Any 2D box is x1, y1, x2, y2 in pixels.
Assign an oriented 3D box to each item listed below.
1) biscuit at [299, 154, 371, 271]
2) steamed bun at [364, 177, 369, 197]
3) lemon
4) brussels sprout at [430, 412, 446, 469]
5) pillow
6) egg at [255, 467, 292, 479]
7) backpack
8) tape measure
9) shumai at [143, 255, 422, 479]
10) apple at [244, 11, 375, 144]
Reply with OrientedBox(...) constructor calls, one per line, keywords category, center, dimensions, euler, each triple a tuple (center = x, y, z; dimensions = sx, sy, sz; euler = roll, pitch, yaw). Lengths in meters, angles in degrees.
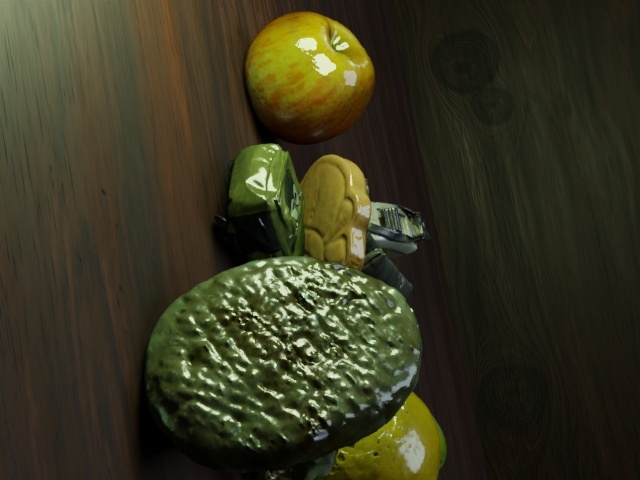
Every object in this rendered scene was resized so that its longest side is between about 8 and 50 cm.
OrientedBox(category="biscuit", center=(0.000, 0.000, 1.743), dimensions=(0.057, 0.312, 0.351), euler=(12, 80, -24))
OrientedBox(category="steamed bun", center=(0.067, -0.105, 2.300), dimensions=(0.177, 0.106, 0.192), euler=(-51, 135, -74))
OrientedBox(category="lemon", center=(0.092, 0.405, 1.697), dimensions=(0.297, 0.297, 0.297), euler=(-13, 90, -73))
OrientedBox(category="brussels sprout", center=(0.244, 0.513, 2.318), dimensions=(0.223, 0.161, 0.223), euler=(-9, 90, -80))
OrientedBox(category="pillow", center=(0.078, 0.121, 1.981), dimensions=(0.101, 0.228, 0.326), euler=(50, 2, 25))
OrientedBox(category="egg", center=(-0.058, 0.354, 1.507), dimensions=(0.116, 0.140, 0.118), euler=(55, -21, -15))
OrientedBox(category="backpack", center=(-0.103, -0.039, 1.642), dimensions=(0.207, 0.140, 0.253), euler=(-82, 162, -46))
OrientedBox(category="tape measure", center=(0.098, -0.025, 2.040), dimensions=(0.231, 0.271, 0.133), euler=(33, 46, -69))
OrientedBox(category="shumai", center=(-0.052, 0.229, 1.325), dimensions=(0.323, 0.397, 0.324), euler=(92, -27, -52))
OrientedBox(category="apple", center=(-0.015, -0.354, 1.922), dimensions=(0.301, 0.302, 0.301), euler=(-13, 90, -73))
